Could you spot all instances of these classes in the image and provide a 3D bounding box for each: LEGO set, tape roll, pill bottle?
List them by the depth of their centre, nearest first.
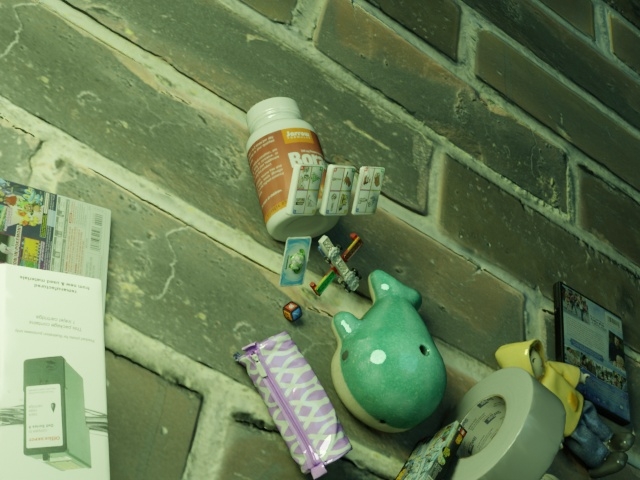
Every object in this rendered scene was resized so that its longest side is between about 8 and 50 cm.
[{"bbox_3d":[0.262,0.298,1.379,0.072,0.219,0.219,38,44,-13],"label":"tape roll"},{"bbox_3d":[0.000,0.000,1.406,0.182,0.060,0.244,-3,108,-43],"label":"LEGO set"},{"bbox_3d":[-0.051,-0.117,1.480,0.121,0.121,0.216,3,60,-39],"label":"pill bottle"}]

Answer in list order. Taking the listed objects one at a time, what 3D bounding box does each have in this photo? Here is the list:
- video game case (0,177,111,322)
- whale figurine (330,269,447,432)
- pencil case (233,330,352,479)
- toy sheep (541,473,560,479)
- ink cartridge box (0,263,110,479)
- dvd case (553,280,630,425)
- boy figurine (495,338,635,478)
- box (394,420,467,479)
[{"bbox_3d":[-0.365,0.023,1.195,0.183,0.023,0.201,17,53,-31],"label":"video game case"},{"bbox_3d":[0.120,0.156,1.417,0.216,0.141,0.272,31,46,-19],"label":"whale figurine"},{"bbox_3d":[-0.036,0.223,1.278,0.206,0.086,0.088,57,9,10],"label":"pencil case"},{"bbox_3d":[0.346,0.418,1.467,0.132,0.091,0.091,-12,70,-38],"label":"toy sheep"},{"bbox_3d":[-0.320,0.203,0.968,0.121,0.211,0.289,12,55,-35],"label":"ink cartridge box"},{"bbox_3d":[0.528,0.217,1.804,0.180,0.022,0.253,29,47,-20],"label":"dvd case"},{"bbox_3d":[0.426,0.278,1.627,0.285,0.092,0.177,49,49,-5],"label":"boy figurine"},{"bbox_3d":[0.155,0.332,1.358,0.027,0.094,0.137,47,43,-3],"label":"box"}]
